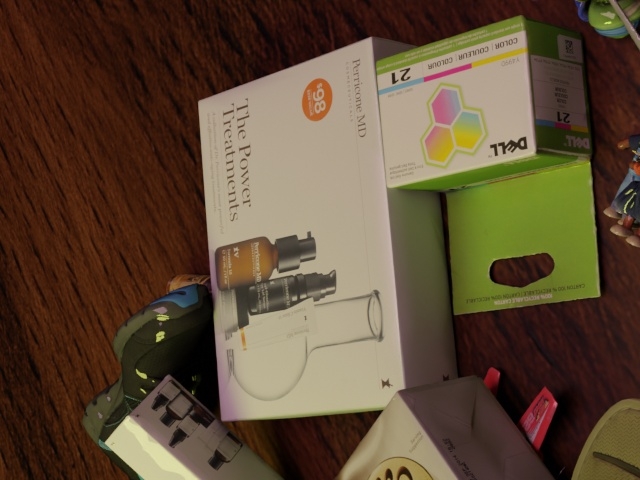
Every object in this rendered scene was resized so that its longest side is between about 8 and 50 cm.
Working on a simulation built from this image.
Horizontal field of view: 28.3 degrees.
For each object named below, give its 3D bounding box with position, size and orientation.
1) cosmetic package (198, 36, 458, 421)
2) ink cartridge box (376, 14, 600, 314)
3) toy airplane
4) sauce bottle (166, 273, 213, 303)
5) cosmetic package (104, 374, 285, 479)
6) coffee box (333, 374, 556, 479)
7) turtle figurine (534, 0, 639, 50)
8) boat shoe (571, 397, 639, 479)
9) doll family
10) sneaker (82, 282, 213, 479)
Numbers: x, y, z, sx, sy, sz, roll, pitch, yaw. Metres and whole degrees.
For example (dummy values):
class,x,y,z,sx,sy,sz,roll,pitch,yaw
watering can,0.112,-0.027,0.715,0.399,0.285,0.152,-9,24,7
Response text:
class,x,y,z,sx,sy,sz,roll,pitch,yaw
cosmetic package,0.000,0.000,1.385,0.284,0.097,0.377,-13,79,42
ink cartridge box,0.161,-0.064,1.222,0.188,0.097,0.255,-11,79,45
toy airplane,0.181,0.187,1.237,0.151,0.028,0.151,6,97,50
sauce bottle,-0.136,0.062,1.557,0.128,0.042,0.042,1,89,43
cosmetic package,-0.114,0.264,1.405,0.239,0.099,0.060,42,124,1
coffee box,0.090,0.295,1.241,0.168,0.118,0.297,55,131,30
turtle figurine,0.256,-0.292,1.049,0.197,0.266,0.275,-33,22,-1
boat shoe,0.280,0.282,1.079,0.113,0.103,0.302,9,95,58
doll family,0.310,-0.044,1.087,0.193,0.076,0.111,36,118,44
sneaker,-0.182,0.180,1.533,0.140,0.125,0.341,52,142,21
